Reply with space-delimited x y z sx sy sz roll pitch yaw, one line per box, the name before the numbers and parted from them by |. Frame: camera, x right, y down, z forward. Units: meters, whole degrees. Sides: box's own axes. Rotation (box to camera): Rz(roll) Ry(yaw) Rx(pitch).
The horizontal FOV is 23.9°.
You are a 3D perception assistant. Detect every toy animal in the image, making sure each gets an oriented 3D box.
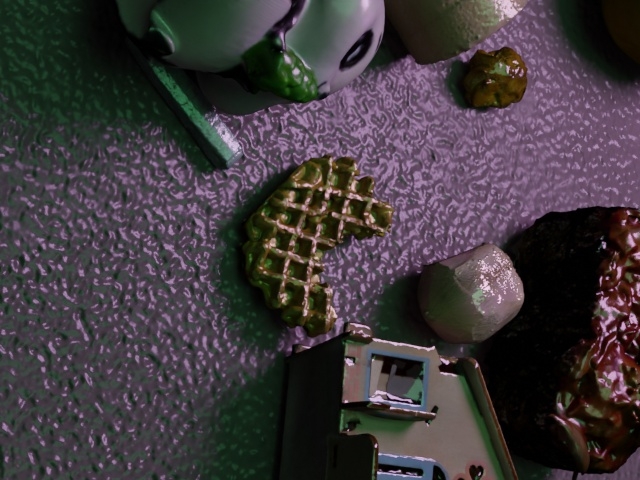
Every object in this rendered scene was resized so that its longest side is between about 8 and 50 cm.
toy animal | -0.060 -0.225 1.466 0.266 0.212 0.213 31 67 -38

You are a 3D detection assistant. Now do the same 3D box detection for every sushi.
sushi | 0.300 0.117 1.721 0.196 0.182 0.343 25 67 -24

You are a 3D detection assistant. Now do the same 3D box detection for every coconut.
coconut | 0.158 0.060 1.670 0.124 0.110 0.110 -24 99 -41

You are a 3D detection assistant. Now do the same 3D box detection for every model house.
model house | 0.088 0.264 1.557 0.244 0.169 0.326 14 75 -36

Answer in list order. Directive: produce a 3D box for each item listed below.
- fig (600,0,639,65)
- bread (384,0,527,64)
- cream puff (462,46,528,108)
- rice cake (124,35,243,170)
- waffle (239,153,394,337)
fig | 0.456 -0.322 1.871 0.207 0.207 0.230 35 67 -28
bread | 0.132 -0.286 1.664 0.141 0.148 0.134 57 41 -16
cream puff | 0.208 -0.189 1.763 0.083 0.058 0.083 35 67 -29
rice cake | -0.137 -0.144 1.527 0.033 0.029 0.171 -45 109 -23
waffle | -0.002 0.001 1.591 0.194 0.051 0.149 -46 105 -32
